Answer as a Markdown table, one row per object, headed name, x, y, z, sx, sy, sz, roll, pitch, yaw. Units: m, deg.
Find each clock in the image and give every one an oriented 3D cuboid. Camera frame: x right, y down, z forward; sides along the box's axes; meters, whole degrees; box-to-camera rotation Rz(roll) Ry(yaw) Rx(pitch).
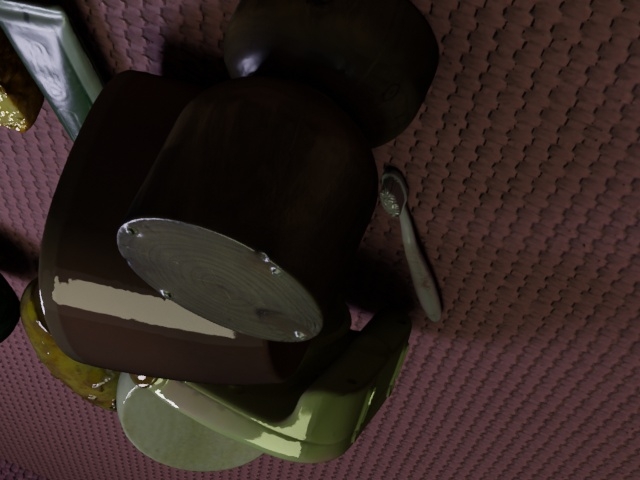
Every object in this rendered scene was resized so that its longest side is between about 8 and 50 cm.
| name | x | y | z | sx | sy | sz | roll | pitch | yaw |
| --- | --- | --- | --- | --- | --- | --- | --- | --- | --- |
| clock | -0.086 | 0.106 | 1.466 | 0.348 | 0.286 | 0.117 | 23 | 113 | 12 |

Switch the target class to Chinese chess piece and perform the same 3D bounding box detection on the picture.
| name | x | y | z | sx | sy | sz | roll | pitch | yaw |
| --- | --- | --- | --- | --- | --- | --- | --- | --- | --- |
| Chinese chess piece | -0.172 | 0.230 | 1.857 | 0.250 | 0.101 | 0.250 | 1 | 133 | 1 |

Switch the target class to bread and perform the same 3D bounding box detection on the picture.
| name | x | y | z | sx | sy | sz | roll | pitch | yaw |
| --- | --- | --- | --- | --- | --- | --- | --- | --- | --- |
| bread | -0.367 | -0.192 | 1.348 | 0.103 | 0.065 | 0.187 | 11 | 153 | 31 |

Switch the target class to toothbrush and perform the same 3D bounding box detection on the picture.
| name | x | y | z | sx | sy | sz | roll | pitch | yaw |
| --- | --- | --- | --- | --- | --- | --- | --- | --- | --- |
| toothbrush | 0.101 | 0.018 | 1.377 | 0.025 | 0.029 | 0.307 | 7 | 151 | 19 |

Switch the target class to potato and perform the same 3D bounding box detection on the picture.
| name | x | y | z | sx | sy | sz | roll | pitch | yaw |
| --- | --- | --- | --- | --- | --- | --- | --- | --- | --- |
| potato | -0.351 | 0.161 | 1.942 | 0.176 | 0.141 | 0.298 | -8 | 142 | 33 |

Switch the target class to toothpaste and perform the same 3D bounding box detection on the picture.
| name | x | y | z | sx | sy | sz | roll | pitch | yaw |
| --- | --- | --- | --- | --- | --- | --- | --- | --- | --- |
| toothpaste | -0.242 | -0.124 | 1.376 | 0.099 | 0.061 | 0.392 | 13 | 150 | 24 |

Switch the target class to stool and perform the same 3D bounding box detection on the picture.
| name | x | y | z | sx | sy | sz | roll | pitch | yaw |
| --- | --- | --- | --- | --- | --- | --- | --- | --- | --- |
| stool | -0.030 | -0.072 | 1.035 | 0.179 | 0.264 | 0.179 | 20 | 155 | 9 |

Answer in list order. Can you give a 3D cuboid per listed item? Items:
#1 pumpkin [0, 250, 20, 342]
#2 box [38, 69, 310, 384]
| name | x | y | z | sx | sy | sz | roll | pitch | yaw |
| --- | --- | --- | --- | --- | --- | --- | --- | --- | --- |
| pumpkin | -0.539 | 0.068 | 1.915 | 0.211 | 0.152 | 0.211 | 45 | 154 | 29 |
| box | -0.109 | -0.003 | 1.240 | 0.216 | 0.301 | 0.301 | 10 | 152 | 13 |
